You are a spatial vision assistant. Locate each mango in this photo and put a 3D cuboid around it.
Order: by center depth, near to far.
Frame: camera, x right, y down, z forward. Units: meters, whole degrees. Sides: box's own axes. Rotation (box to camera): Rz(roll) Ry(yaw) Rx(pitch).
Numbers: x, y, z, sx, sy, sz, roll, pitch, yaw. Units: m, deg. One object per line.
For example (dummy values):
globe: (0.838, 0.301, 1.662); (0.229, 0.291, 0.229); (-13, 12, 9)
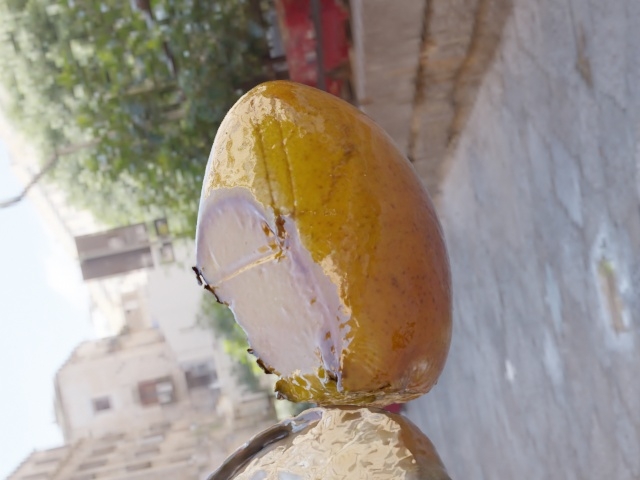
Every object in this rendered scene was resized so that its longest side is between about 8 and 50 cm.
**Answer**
mango: (0.000, 0.000, 0.777); (0.126, 0.154, 0.252); (21, -138, -54)

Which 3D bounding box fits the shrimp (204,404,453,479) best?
shrimp: (-0.037, 0.143, 0.323); (0.047, 0.223, 0.126); (42, 160, -32)
